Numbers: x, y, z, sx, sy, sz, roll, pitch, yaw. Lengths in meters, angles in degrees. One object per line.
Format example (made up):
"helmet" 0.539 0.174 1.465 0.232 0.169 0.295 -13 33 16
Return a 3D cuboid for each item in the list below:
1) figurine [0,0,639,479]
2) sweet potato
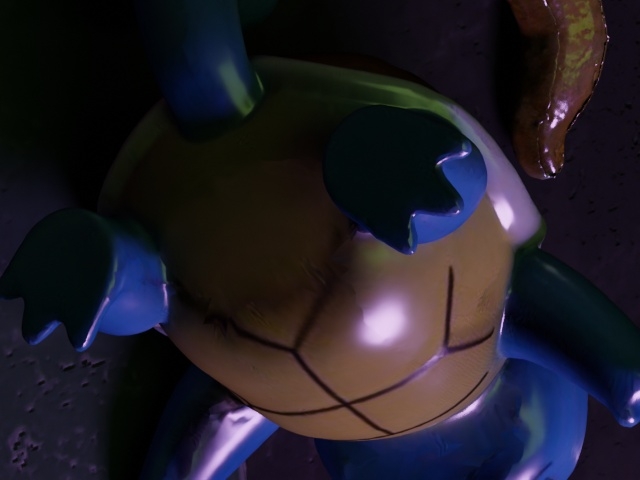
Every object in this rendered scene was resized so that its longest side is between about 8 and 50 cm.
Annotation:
"figurine" -0.005 0.013 0.864 0.298 0.243 0.416 -23 116 15
"sweet potato" 0.117 -0.149 1.010 0.081 0.062 0.233 -27 117 -14
